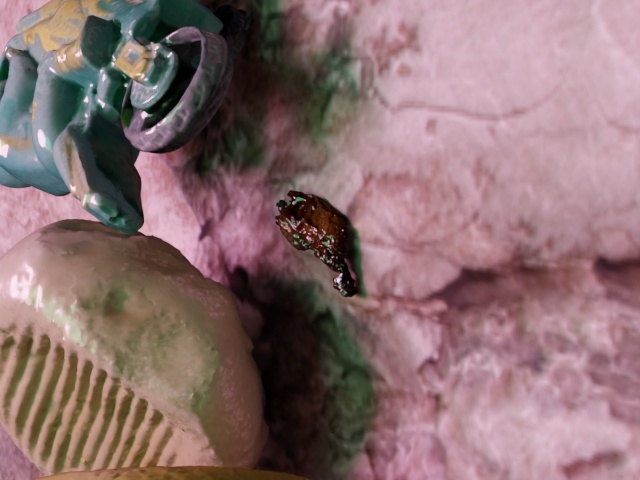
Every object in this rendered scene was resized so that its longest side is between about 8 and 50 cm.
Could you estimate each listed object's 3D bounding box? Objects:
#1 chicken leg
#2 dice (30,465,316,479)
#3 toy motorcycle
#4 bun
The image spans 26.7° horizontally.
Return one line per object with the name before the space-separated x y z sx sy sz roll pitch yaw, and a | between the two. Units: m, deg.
chicken leg | 0.000 -0.002 0.814 0.083 0.021 0.036 46 118 35
dice | -0.082 0.260 0.731 0.227 0.233 0.238 -22 62 39
toy motorcycle | -0.152 -0.106 0.883 0.198 0.109 0.296 -53 34 6
bun | -0.117 0.078 0.866 0.231 0.133 0.231 23 138 22
